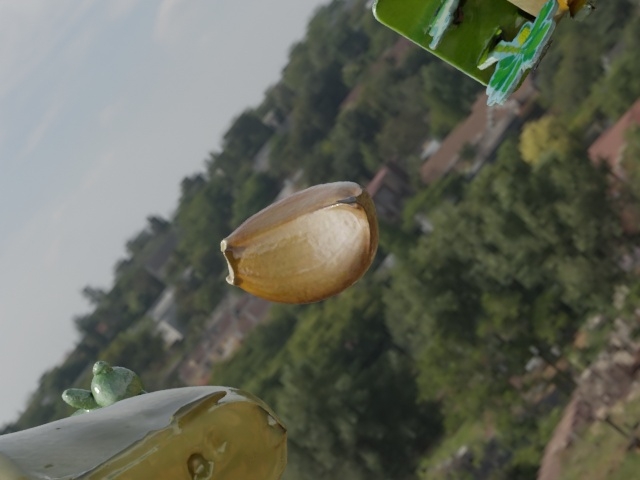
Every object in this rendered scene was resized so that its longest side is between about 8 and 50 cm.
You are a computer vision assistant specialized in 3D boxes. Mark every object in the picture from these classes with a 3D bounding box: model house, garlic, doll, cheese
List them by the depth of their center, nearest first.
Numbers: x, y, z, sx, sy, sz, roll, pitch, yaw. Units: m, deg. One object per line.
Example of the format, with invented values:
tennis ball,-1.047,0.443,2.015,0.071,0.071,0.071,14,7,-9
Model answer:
cheese,-0.194,0.207,1.148,0.259,0.128,0.315,-17,5,-40
garlic,-0.002,-0.009,1.520,0.206,0.128,0.115,-27,34,34
model house,0.245,-0.350,1.680,0.358,0.242,0.313,-58,8,6
doll,-0.290,0.225,1.856,0.150,0.115,0.077,-50,11,25
